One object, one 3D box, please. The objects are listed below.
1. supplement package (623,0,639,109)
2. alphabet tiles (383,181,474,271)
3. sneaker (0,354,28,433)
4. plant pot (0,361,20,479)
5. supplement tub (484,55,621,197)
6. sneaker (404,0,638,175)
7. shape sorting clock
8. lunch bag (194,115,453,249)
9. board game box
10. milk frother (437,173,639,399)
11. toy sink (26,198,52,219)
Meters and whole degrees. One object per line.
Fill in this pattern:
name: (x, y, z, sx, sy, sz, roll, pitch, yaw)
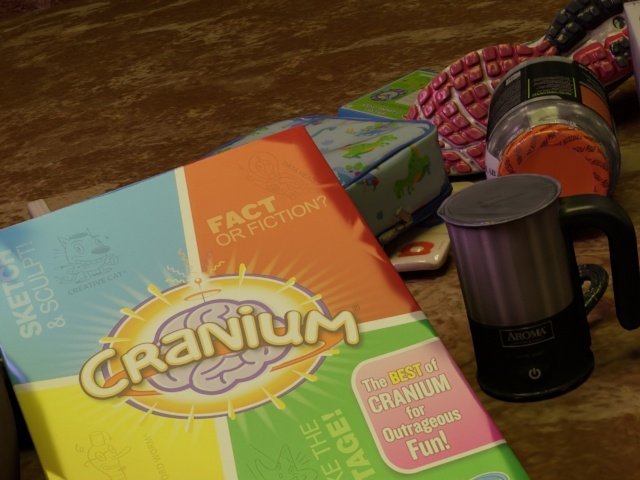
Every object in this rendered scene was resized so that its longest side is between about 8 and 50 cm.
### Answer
supplement package: (0.353, -0.133, 1.155, 0.139, 0.134, 0.244, -10, 22, 11)
alphabet tiles: (0.000, 0.000, 1.216, 0.277, 0.021, 0.284, -6, 23, 22)
sneaker: (-0.254, 0.134, 1.001, 0.118, 0.083, 0.222, -41, 29, -28)
plant pot: (-0.324, 0.123, 0.810, 0.323, 0.323, 0.280, -14, 4, 1)
supplement tub: (0.205, -0.086, 1.162, 0.117, 0.117, 0.190, -10, 22, 13)
sneaker: (0.223, -0.149, 1.338, 0.299, 0.121, 0.112, -29, -15, -6)
shape sorting clock: (0.114, -0.143, 1.464, 0.206, 0.040, 0.206, -11, 25, 5)
lunch bag: (0.000, -0.052, 1.191, 0.219, 0.090, 0.176, 9, 33, 45)
board game box: (-0.053, 0.089, 0.776, 0.242, 0.064, 0.317, -21, 53, -14)
milk frother: (0.150, 0.015, 0.926, 0.129, 0.135, 0.143, -17, 22, -7)
toy sink: (-0.129, 0.043, 1.019, 0.131, 0.153, 0.234, -21, 21, -14)
